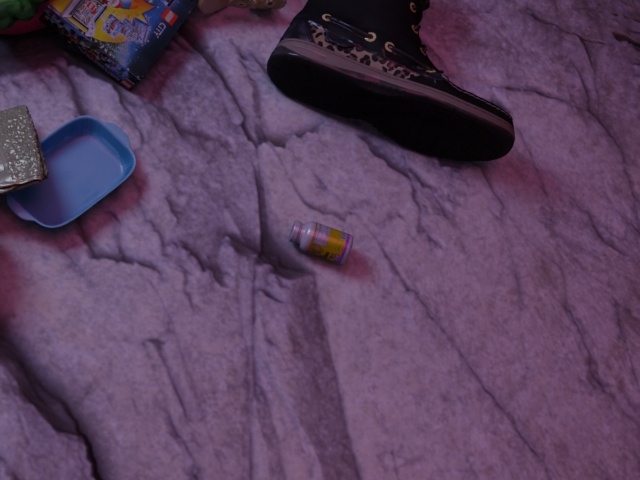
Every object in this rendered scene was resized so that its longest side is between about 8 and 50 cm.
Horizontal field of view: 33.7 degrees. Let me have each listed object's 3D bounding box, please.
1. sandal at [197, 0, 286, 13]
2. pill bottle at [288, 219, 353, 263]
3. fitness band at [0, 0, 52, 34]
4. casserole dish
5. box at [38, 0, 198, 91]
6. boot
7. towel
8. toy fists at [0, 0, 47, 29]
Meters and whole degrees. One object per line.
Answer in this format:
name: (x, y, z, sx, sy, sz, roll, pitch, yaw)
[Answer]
sandal: (-0.071, -0.388, 1.585, 0.079, 0.088, 0.240, 42, 56, 12)
pill bottle: (0.000, 0.000, 1.446, 0.083, 0.043, 0.043, 19, 61, -7)
fitness band: (-0.459, -0.426, 1.503, 0.209, 0.054, 0.291, -8, 69, -21)
casserole dish: (-0.330, -0.085, 1.389, 0.114, 0.037, 0.188, 44, 62, 6)
box: (-0.269, -0.349, 1.505, 0.159, 0.044, 0.233, 39, 59, -17)
boot: (0.133, -0.295, 1.582, 0.377, 0.138, 0.284, 19, 61, -2)
towel: (-0.411, -0.114, 1.350, 0.110, 0.027, 0.148, -16, 51, -9)
toy fists: (-0.472, -0.319, 1.379, 0.279, 0.096, 0.142, -34, 111, -10)
